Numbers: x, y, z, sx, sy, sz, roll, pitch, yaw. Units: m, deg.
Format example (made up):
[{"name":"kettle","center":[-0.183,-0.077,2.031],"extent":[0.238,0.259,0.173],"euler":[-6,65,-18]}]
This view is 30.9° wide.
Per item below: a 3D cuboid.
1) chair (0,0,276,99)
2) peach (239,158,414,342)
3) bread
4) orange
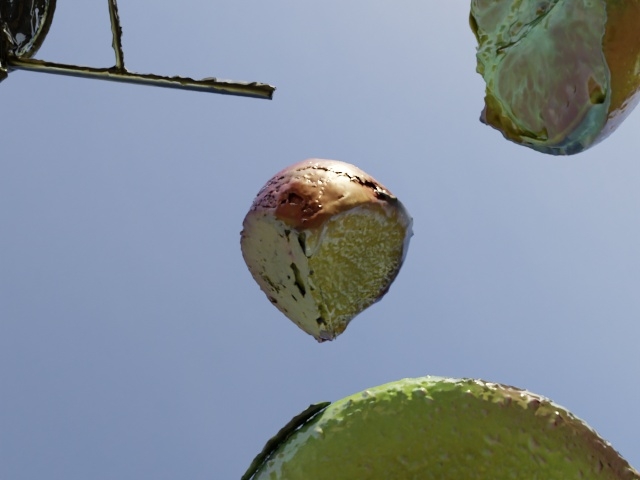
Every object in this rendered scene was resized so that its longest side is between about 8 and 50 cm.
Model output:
[{"name":"chair","center":[-0.190,-0.156,0.645],"extent":[0.160,0.325,0.170],"euler":[61,-147,-56]},{"name":"peach","center":[-0.005,-0.002,0.880],"extent":[0.127,0.092,0.172],"euler":[-52,-33,1]},{"name":"bread","center":[0.078,0.222,0.693],"extent":[0.301,0.045,0.301],"euler":[0,-100,-1]},{"name":"orange","center":[0.300,-0.269,1.374],"extent":[0.196,0.263,0.335],"euler":[-2,-124,-8]}]
